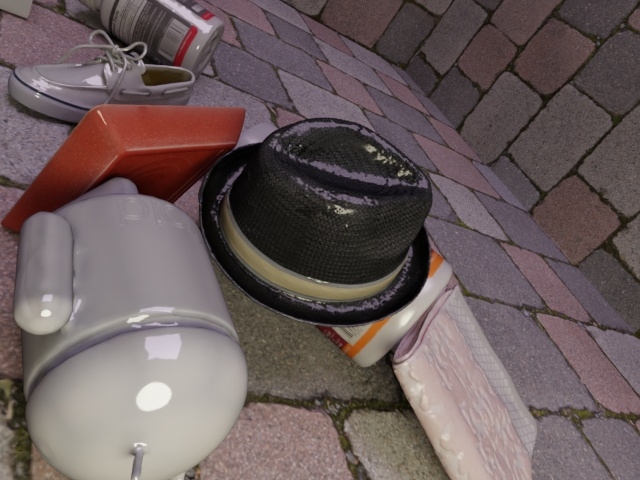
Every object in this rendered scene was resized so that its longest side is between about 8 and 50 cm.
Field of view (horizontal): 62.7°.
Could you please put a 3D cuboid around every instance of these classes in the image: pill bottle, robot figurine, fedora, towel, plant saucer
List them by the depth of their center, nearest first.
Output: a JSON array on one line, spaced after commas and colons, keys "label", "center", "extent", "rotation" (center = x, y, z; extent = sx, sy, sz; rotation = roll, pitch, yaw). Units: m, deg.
[{"label": "robot figurine", "center": [-0.196, 0.092, 0.543], "extent": [0.353, 0.200, 0.300], "rotation": [61, 5, 37]}, {"label": "fedora", "center": [0.020, -0.051, 0.675], "extent": [0.334, 0.152, 0.334], "rotation": [11, 55, -16]}, {"label": "plant saucer", "center": [-0.248, -0.086, 0.711], "extent": [0.258, 0.259, 0.047], "rotation": [-22, 80, -58]}, {"label": "towel", "center": [0.243, 0.258, 0.821], "extent": [0.332, 0.053, 0.317], "rotation": [61, 30, -2]}, {"label": "pill bottle", "center": [0.000, 0.000, 0.874], "extent": [0.392, 0.224, 0.224], "rotation": [42, 29, 8]}, {"label": "pill bottle", "center": [-0.409, -0.539, 1.262], "extent": [0.318, 0.176, 0.176], "rotation": [32, 29, -9]}]

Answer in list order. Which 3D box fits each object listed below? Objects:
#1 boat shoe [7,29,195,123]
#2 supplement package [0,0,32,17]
[{"label": "boat shoe", "center": [-0.376, -0.309, 0.980], "extent": [0.136, 0.156, 0.367], "rotation": [48, 30, 21]}, {"label": "supplement package", "center": [-0.668, -0.604, 1.107], "extent": [0.134, 0.139, 0.244], "rotation": [13, 37, -35]}]
